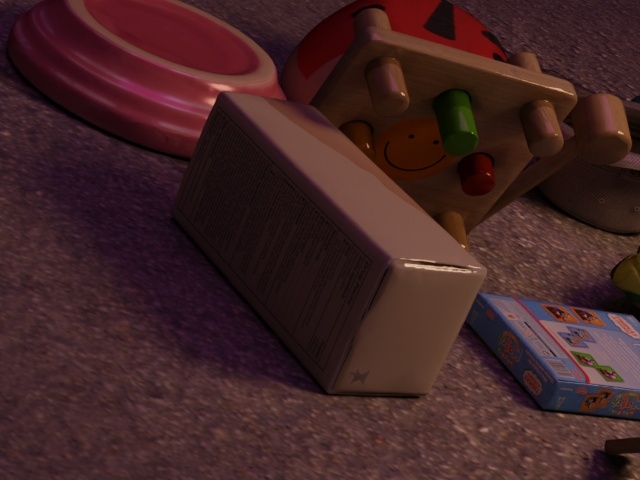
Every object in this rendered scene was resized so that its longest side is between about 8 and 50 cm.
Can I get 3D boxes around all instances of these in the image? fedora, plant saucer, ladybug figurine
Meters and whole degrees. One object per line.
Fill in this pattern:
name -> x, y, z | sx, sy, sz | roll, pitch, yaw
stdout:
fedora -> 0.377, -0.088, 2.371 | 0.275, 0.124, 0.243 | 7, 24, -18
plant saucer -> -0.179, -0.198, 2.118 | 0.332, 0.084, 0.332 | 21, 22, -9
ladybug figurine -> 0.113, -0.191, 2.287 | 0.305, 0.162, 0.449 | 22, 21, -5

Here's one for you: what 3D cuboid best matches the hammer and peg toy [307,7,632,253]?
hammer and peg toy -> 0.140, -0.083, 1.975 | 0.361, 0.266, 0.127 | 13, 45, -27

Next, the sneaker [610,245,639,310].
sneaker -> 0.419, 0.056, 2.145 | 0.295, 0.109, 0.123 | -8, 63, -59

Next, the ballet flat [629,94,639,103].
ballet flat -> 0.450, -0.130, 2.632 | 0.086, 0.086, 0.248 | 24, 23, 1

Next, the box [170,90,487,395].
box -> 0.000, 0.000, 1.755 | 0.121, 0.148, 0.311 | 6, 29, -39

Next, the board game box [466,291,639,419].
board game box -> 0.269, 0.118, 1.896 | 0.211, 0.039, 0.160 | 8, 26, -32

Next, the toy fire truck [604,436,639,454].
toy fire truck -> 0.369, 0.219, 1.655 | 0.217, 0.158, 0.246 | 12, 34, -26
